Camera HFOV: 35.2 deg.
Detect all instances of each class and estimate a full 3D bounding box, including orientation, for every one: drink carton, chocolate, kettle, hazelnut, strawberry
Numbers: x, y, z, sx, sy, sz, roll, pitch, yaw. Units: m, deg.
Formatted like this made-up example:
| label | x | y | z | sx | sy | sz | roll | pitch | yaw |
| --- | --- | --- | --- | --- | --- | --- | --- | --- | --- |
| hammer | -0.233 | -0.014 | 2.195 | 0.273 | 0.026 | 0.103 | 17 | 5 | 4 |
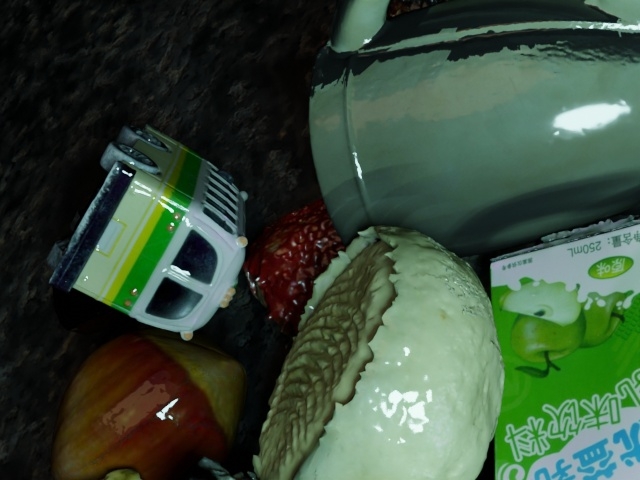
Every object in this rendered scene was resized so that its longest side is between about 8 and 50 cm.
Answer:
| label | x | y | z | sx | sy | sz | roll | pitch | yaw |
| --- | --- | --- | --- | --- | --- | --- | --- | --- | --- |
| drink carton | 0.230 | 0.127 | 0.802 | 0.161 | 0.108 | 0.271 | -17 | 52 | 31 |
| chocolate | -0.262 | 0.062 | 1.251 | 0.148 | 0.080 | 0.125 | 14 | 81 | 35 |
| kettle | 0.167 | -0.141 | 0.869 | 0.324 | 0.321 | 0.228 | -10 | 28 | 25 |
| hazelnut | -0.172 | 0.183 | 1.018 | 0.181 | 0.212 | 0.181 | 16 | 94 | 3 |
| strawberry | -0.004 | -0.001 | 1.077 | 0.208 | 0.087 | 0.167 | -48 | 43 | 6 |

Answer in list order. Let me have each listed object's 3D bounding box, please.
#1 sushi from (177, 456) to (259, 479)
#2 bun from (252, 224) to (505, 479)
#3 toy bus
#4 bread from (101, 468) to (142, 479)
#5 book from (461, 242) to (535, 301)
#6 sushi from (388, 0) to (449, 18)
| label | x | y | z | sx | sy | sz | roll | pitch | yaw |
| --- | --- | --- | --- | --- | --- | --- | --- | --- | --- |
| sushi | -0.061 | 0.316 | 0.817 | 0.219 | 0.225 | 0.238 | -57 | 16 | 7 |
| bun | 0.059 | 0.117 | 0.803 | 0.259 | 0.152 | 0.259 | -58 | 13 | 21 |
| toy bus | -0.171 | -0.019 | 1.102 | 0.143 | 0.179 | 0.305 | -60 | 11 | 10 |
| bread | -0.192 | 0.362 | 0.903 | 0.224 | 0.183 | 0.211 | -36 | 46 | 15 |
| book | 0.148 | -0.030 | 1.047 | 0.192 | 0.013 | 0.168 | 18 | 72 | 44 |
| sushi | 0.145 | -0.207 | 1.082 | 0.172 | 0.153 | 0.150 | 46 | 116 | 16 |
